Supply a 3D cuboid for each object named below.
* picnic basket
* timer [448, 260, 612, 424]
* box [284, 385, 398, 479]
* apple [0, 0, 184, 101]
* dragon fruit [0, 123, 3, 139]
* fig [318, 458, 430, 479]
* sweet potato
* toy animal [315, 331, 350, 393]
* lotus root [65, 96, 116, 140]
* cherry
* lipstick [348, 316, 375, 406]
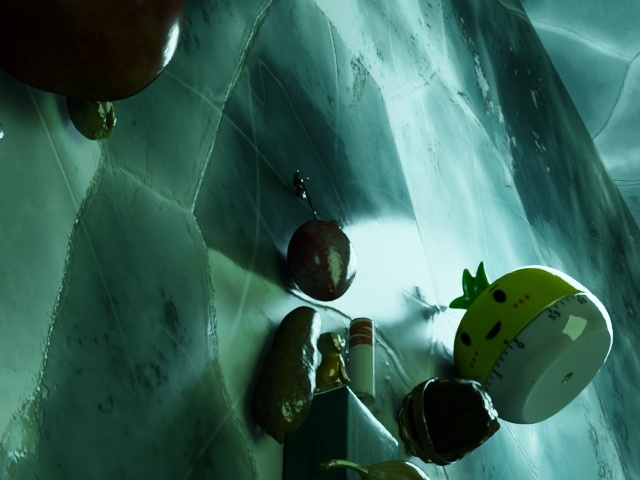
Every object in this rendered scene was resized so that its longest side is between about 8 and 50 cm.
[{"bbox_3d":[0.179,0.262,2.219,0.178,0.137,0.128,4,66,-68],"label":"picnic basket"},{"bbox_3d":[0.322,0.145,2.550,0.285,0.285,0.285,49,31,-44],"label":"timer"},{"bbox_3d":[0.028,0.325,1.878,0.153,0.092,0.245,50,29,-40],"label":"box"},{"bbox_3d":[-0.244,-0.244,1.540,0.230,0.230,0.230,49,31,-44],"label":"apple"},{"bbox_3d":[-0.352,-0.128,1.343,0.096,0.102,0.147,-60,133,-59],"label":"dragon fruit"},{"bbox_3d":[0.076,0.294,1.778,0.166,0.093,0.093,39,39,-54],"label":"fig"},{"bbox_3d":[-0.036,0.150,1.904,0.075,0.075,0.273,61,20,-24],"label":"sweet potato"},{"bbox_3d":[0.004,0.158,2.020,0.081,0.060,0.083,-14,85,-32],"label":"toy animal"},{"bbox_3d":[-0.252,-0.157,1.654,0.054,0.049,0.099,6,67,-57],"label":"lotus root"},{"bbox_3d":[0.000,0.000,2.086,0.107,0.090,0.226,42,26,-31],"label":"cherry"},{"bbox_3d":[0.059,0.171,2.141,0.038,0.038,0.131,50,30,-42],"label":"lipstick"}]
